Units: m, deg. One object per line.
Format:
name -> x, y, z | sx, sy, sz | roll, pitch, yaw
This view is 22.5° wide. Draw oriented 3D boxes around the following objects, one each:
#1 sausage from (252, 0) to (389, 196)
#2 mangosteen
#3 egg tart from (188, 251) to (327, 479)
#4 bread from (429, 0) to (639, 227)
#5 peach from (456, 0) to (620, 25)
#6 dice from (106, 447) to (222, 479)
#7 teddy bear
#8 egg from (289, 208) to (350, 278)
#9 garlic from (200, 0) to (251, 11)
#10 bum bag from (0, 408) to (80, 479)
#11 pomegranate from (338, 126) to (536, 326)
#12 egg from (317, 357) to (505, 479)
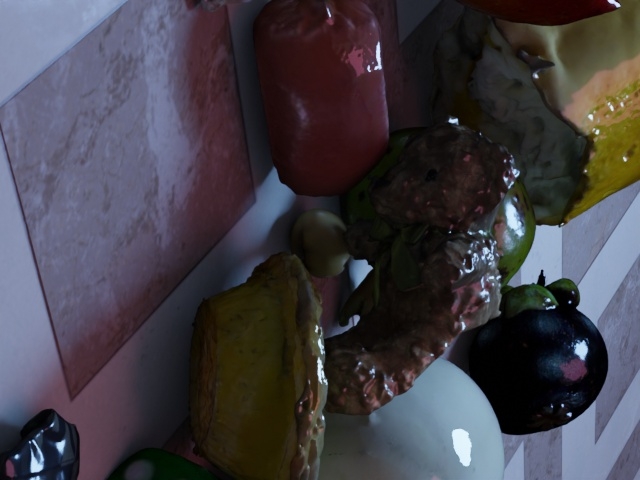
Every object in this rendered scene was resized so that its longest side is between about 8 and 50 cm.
sausage -> 0.004, -0.156, 1.660 | 0.148, 0.148, 0.254 | -57, 151, -31
mangosteen -> 0.325, 0.170, 2.420 | 0.243, 0.243, 0.243 | -40, 139, -48
egg tart -> -0.065, 0.145, 1.629 | 0.288, 0.118, 0.288 | -176, -90, -73
bread -> 0.361, -0.206, 1.997 | 0.394, 0.250, 0.361 | -25, 151, -17
peach -> 0.207, -0.439, 1.713 | 0.335, 0.310, 0.406 | -49, 138, -49
dice -> -0.153, 0.296, 1.629 | 0.131, 0.120, 0.128 | -59, 151, -25
teddy bear -> 0.081, 0.023, 1.693 | 0.296, 0.246, 0.222 | -28, 104, -13
egg -> 0.000, 0.000, 1.817 | 0.071, 0.071, 0.083 | -52, 148, -37
garlic -> -0.054, -0.324, 1.487 | 0.217, 0.110, 0.228 | -45, 142, -50
bum bag -> -0.287, 0.312, 1.408 | 0.144, 0.095, 0.340 | 34, 75, -78
pomegranate -> 0.143, 0.006, 1.923 | 0.231, 0.231, 0.286 | -31, 132, -54
egg -> 0.072, 0.261, 1.871 | 0.345, 0.283, 0.283 | -38, 137, -50
